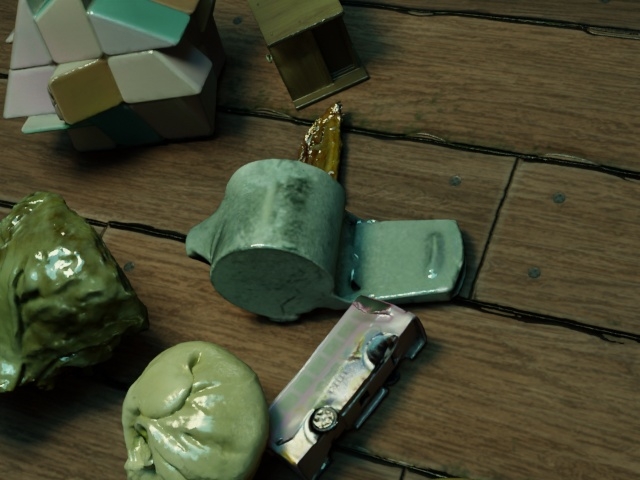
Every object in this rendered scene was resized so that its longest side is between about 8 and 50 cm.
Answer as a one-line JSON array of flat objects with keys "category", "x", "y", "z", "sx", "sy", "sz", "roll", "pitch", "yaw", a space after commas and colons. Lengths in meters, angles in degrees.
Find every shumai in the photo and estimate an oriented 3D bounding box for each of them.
[{"category": "shumai", "x": -0.436, "y": 0.113, "z": 1.710, "sx": 0.288, "sy": 0.292, "sz": 0.330, "roll": -35, "pitch": 17, "yaw": -20}]

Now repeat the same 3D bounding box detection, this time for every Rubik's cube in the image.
[{"category": "Rubik's cube", "x": -0.338, "y": -0.334, "z": 1.950, "sx": 0.387, "sy": 0.368, "sz": 0.358, "roll": -6, "pitch": 40, "yaw": 16}]

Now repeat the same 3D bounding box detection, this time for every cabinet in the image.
[{"category": "cabinet", "x": -0.037, "y": -0.370, "z": 1.972, "sx": 0.148, "sy": 0.175, "sz": 0.215, "roll": -25, "pitch": 55, "yaw": 2}]

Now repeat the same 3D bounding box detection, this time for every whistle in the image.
[{"category": "whistle", "x": 0.007, "y": 0.019, "z": 1.735, "sx": 0.405, "sy": 0.188, "sz": 0.168, "roll": 16, "pitch": 54, "yaw": -10}]

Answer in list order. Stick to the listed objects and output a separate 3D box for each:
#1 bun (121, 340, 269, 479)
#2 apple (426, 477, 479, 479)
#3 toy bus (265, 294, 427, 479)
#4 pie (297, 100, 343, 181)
[{"category": "bun", "x": -0.184, "y": 0.263, "z": 1.581, "sx": 0.259, "sy": 0.160, "sz": 0.259, "roll": -9, "pitch": 76, "yaw": 42}, {"category": "apple", "x": 0.137, "y": 0.462, "z": 1.255, "sx": 0.346, "sy": 0.391, "sz": 0.391, "roll": -43, "pitch": 52, "yaw": 16}, {"category": "toy bus", "x": 0.030, "y": 0.204, "z": 1.632, "sx": 0.112, "sy": 0.090, "sz": 0.274, "roll": 30, "pitch": 71, "yaw": 33}, {"category": "pie", "x": 0.000, "y": -0.137, "z": 1.898, "sx": 0.088, "sy": 0.033, "sz": 0.191, "roll": -15, "pitch": 55, "yaw": 28}]
